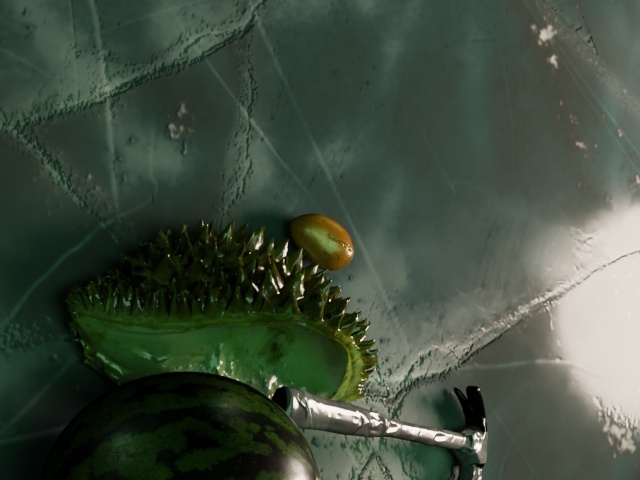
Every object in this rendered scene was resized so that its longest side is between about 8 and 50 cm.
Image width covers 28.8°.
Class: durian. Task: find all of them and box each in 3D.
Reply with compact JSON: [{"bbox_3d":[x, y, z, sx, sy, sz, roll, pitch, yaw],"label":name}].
[{"bbox_3d":[-0.103,0.091,1.404,0.394,0.163,0.198,10,121,-31],"label":"durian"}]

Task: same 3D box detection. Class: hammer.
[{"bbox_3d":[0.084,0.231,1.477,0.427,0.044,0.152,18,74,-50],"label":"hammer"}]

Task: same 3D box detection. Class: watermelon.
[{"bbox_3d":[-0.131,0.273,1.241,0.285,0.285,0.285,3,85,-35],"label":"watermelon"}]

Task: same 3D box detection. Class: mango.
[{"bbox_3d":[0.000,0.000,1.496,0.089,0.046,0.060,31,72,-25],"label":"mango"}]
